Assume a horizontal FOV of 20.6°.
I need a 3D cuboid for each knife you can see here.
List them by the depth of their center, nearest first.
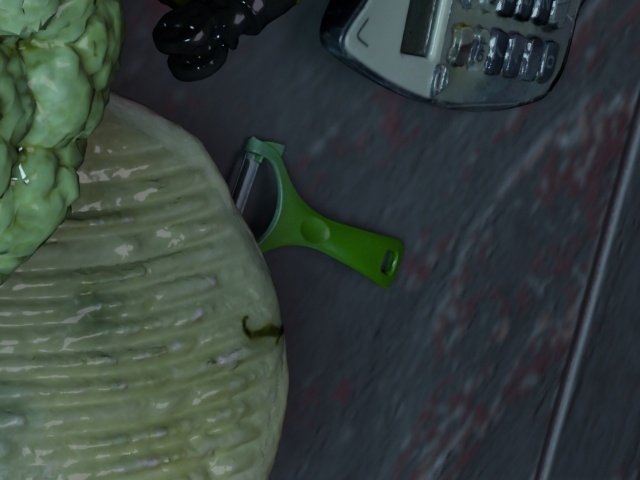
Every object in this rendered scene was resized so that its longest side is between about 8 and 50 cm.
[{"bbox_3d":[0.002,0.001,0.975,0.166,0.023,0.078,23,91,-51],"label":"knife"}]

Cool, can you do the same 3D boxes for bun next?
[{"bbox_3d":[-0.121,0.047,0.765,0.210,0.116,0.237,-23,97,-39],"label":"bun"}]

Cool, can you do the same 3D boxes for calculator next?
[{"bbox_3d":[0.091,-0.162,1.007,0.268,0.040,0.177,4,101,-52],"label":"calculator"}]

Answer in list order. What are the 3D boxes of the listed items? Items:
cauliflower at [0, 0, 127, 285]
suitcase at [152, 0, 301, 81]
[{"bbox_3d":[-0.193,-0.066,0.547,0.250,0.272,0.275,41,68,-6],"label":"cauliflower"},{"bbox_3d":[-0.051,-0.213,0.733,0.235,0.143,0.194,-51,136,-24],"label":"suitcase"}]
